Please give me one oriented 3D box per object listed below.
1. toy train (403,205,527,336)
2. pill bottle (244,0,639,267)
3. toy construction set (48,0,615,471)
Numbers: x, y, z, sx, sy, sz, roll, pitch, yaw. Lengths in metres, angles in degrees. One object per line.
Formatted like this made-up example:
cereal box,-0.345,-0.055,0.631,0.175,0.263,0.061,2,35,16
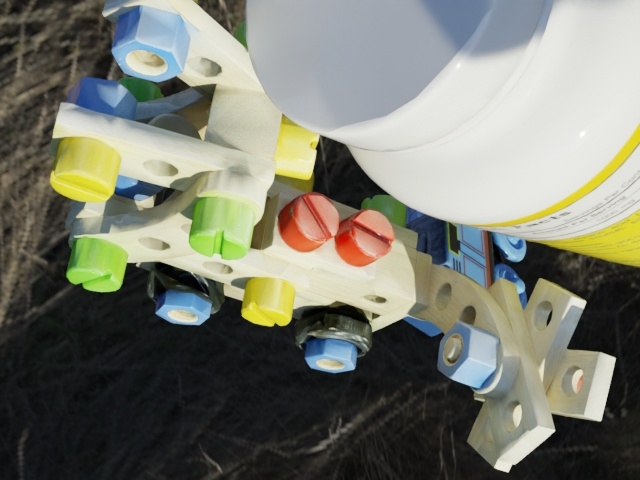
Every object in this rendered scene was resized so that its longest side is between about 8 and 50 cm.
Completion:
toy train,0.103,-0.007,0.827,0.080,0.105,0.184,-27,44,35
pill bottle,0.125,-0.092,0.572,0.187,0.334,0.188,-9,77,40
toy construction set,0.000,0.000,0.586,0.327,0.215,0.151,33,57,-16
